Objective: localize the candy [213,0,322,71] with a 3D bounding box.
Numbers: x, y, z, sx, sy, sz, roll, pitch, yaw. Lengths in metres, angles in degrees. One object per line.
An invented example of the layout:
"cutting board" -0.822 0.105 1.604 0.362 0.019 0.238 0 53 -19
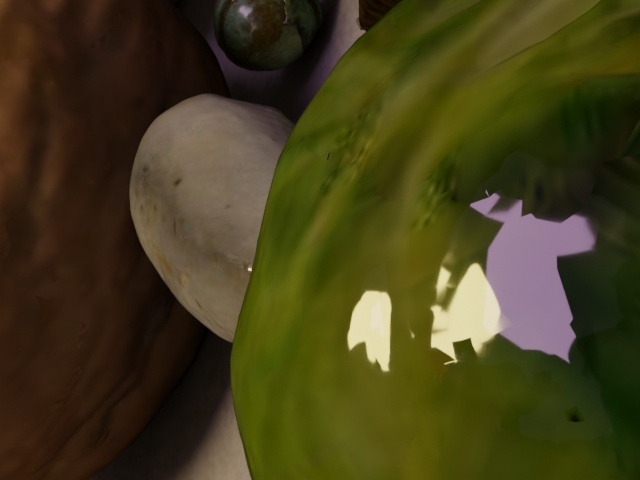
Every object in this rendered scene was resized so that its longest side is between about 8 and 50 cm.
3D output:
"candy" -0.035 -0.156 1.085 0.061 0.061 0.202 -59 18 22

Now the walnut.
"walnut" -0.201 -0.008 1.016 0.306 0.306 0.344 -5 70 63

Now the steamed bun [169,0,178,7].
"steamed bun" -0.172 -0.181 1.195 0.155 0.172 0.141 -166 82 -83

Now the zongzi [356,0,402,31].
"zongzi" 0.069 -0.101 0.754 0.242 0.112 0.221 123 153 -43

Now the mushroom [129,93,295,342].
"mushroom" 0.000 0.000 0.835 0.270 0.103 0.118 17 93 55

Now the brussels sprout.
"brussels sprout" 0.117 0.008 0.441 0.271 0.210 0.219 -50 33 -8
